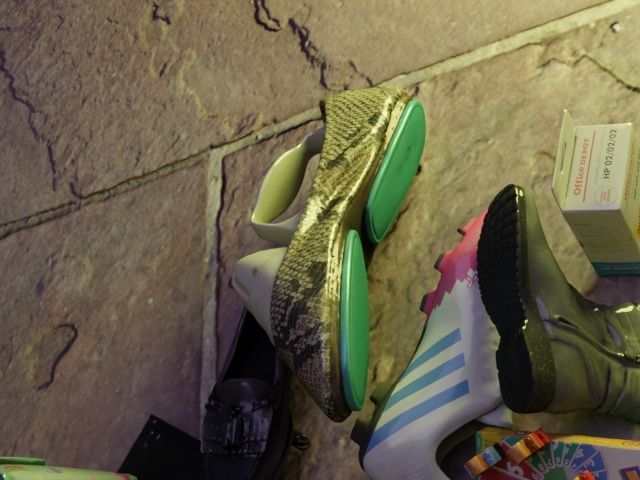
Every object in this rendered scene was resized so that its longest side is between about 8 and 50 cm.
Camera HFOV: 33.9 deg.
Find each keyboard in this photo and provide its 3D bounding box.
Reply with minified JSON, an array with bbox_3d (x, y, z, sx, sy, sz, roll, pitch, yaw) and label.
[{"bbox_3d":[-0.103,0.281,1.225,0.317,0.033,0.201,20,75,38],"label":"keyboard"}]

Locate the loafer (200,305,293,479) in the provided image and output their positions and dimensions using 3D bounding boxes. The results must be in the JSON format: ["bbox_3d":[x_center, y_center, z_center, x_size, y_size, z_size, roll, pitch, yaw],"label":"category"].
[{"bbox_3d":[-0.083,0.162,1.209,0.109,0.095,0.302,-4,47,22],"label":"loafer"}]

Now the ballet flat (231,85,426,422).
[{"bbox_3d":[0.000,0.000,1.210,0.182,0.164,0.482,2,48,16],"label":"ballet flat"}]

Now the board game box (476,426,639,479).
[{"bbox_3d":[0.272,0.247,0.975,0.260,0.039,0.124,-1,94,29],"label":"board game box"}]

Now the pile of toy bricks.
[{"bbox_3d":[0.149,0.270,0.969,0.212,0.105,0.118,-46,70,25],"label":"pile of toy bricks"}]

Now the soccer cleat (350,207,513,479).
[{"bbox_3d":[0.162,0.126,1.121,0.143,0.116,0.331,23,77,23],"label":"soccer cleat"}]

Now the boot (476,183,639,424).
[{"bbox_3d":[0.253,0.067,1.065,0.083,0.161,0.246,133,137,-58],"label":"boot"}]

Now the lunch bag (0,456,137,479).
[{"bbox_3d":[-0.381,0.332,1.225,0.262,0.223,0.160,-6,75,33],"label":"lunch bag"}]

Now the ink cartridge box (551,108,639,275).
[{"bbox_3d":[0.299,-0.048,1.084,0.062,0.181,0.104,-1,61,31],"label":"ink cartridge box"}]
